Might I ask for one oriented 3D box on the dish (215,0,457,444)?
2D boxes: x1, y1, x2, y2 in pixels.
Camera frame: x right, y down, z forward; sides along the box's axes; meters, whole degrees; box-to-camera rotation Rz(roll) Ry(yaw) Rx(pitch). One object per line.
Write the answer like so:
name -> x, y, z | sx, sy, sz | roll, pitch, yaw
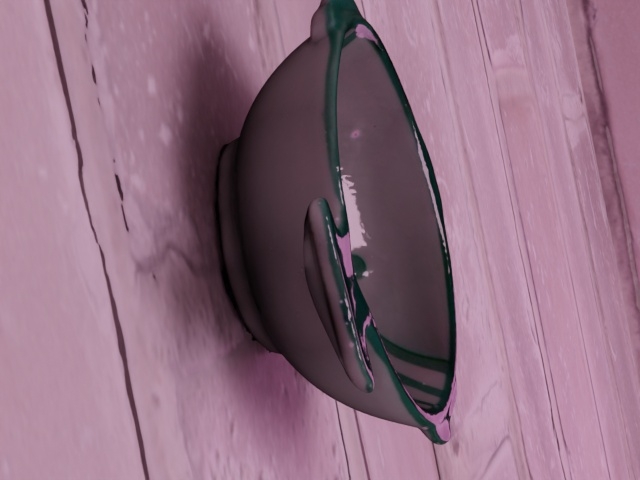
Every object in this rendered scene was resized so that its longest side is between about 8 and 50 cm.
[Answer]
dish -> 0.000, 0.000, 0.828 | 0.246, 0.078, 0.224 | -49, 126, -72
